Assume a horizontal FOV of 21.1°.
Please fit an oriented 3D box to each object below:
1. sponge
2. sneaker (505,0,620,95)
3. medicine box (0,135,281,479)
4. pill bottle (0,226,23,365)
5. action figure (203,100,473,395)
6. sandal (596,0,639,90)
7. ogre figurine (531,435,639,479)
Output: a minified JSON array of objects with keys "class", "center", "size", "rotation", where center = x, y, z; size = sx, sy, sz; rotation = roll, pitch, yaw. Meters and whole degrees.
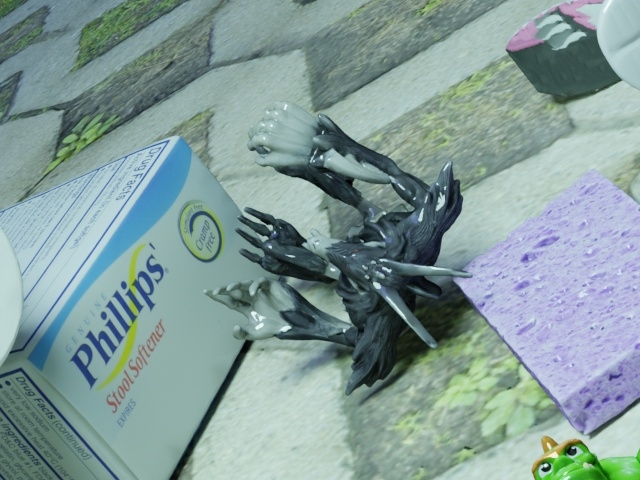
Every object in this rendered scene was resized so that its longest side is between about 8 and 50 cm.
[{"class":"sponge","center":[0.157,0.030,1.002],"size":[0.117,0.031,0.210],"rotation":[-36,21,1]},{"class":"sneaker","center":[0.227,-0.165,1.271],"size":[0.178,0.072,0.077],"rotation":[-21,13,17]},{"class":"medicine box","center":[-0.214,0.089,1.284],"size":[0.289,0.149,0.263],"rotation":[-20,27,35]},{"class":"pill bottle","center":[-0.316,0.040,1.118],"size":[0.283,0.160,0.160],"rotation":[-4,38,54]},{"class":"action figure","center":[0.000,0.000,1.137],"size":[0.276,0.141,0.164],"rotation":[-144,71,-71]},{"class":"sandal","center":[0.283,-0.183,1.174],"size":[0.265,0.102,0.076],"rotation":[-35,18,-20]},{"class":"ogre figurine","center":[0.130,0.146,0.734],"size":[0.197,0.097,0.118],"rotation":[-47,37,15]}]
